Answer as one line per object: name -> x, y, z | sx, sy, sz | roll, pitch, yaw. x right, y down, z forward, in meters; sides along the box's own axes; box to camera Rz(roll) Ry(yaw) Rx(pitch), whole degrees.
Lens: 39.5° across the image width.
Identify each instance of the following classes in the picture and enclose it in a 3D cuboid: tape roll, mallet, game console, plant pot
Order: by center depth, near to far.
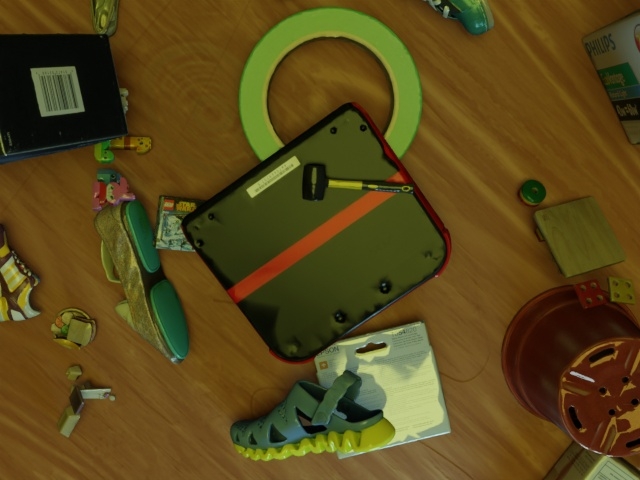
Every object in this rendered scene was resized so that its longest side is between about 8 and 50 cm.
mallet -> 0.061, -0.084, 1.497 | 0.189, 0.039, 0.062 | 11, 100, -3
plant pot -> 0.479, 0.235, 1.551 | 0.272, 0.265, 0.272 | 0, 98, -1
game console -> 0.000, 0.000, 1.559 | 0.386, 0.060, 0.342 | -35, 95, 7
tape roll -> 0.017, -0.246, 1.576 | 0.321, 0.077, 0.321 | 0, 98, -1

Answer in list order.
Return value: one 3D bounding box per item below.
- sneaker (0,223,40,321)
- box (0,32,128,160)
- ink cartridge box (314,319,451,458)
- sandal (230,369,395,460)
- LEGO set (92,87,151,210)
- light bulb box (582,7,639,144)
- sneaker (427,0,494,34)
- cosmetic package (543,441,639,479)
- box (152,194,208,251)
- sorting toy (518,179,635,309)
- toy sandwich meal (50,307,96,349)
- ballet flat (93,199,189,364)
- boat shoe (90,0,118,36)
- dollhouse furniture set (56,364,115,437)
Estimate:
sneaker -> -0.555, 0.054, 1.617 | 0.084, 0.069, 0.185 | -6, 104, -9
box -> -0.521, -0.212, 1.418 | 0.294, 0.296, 0.183 | -6, 99, 27
ink cartridge box -> 0.112, 0.274, 1.661 | 0.223, 0.045, 0.224 | -13, 97, 2
sandal -> -0.023, 0.313, 1.601 | 0.317, 0.126, 0.138 | -13, 91, 23
LEGO set -> -0.348, -0.156, 1.573 | 0.093, 0.087, 0.227 | 0, 78, -8
light bulb box -> 0.673, -0.328, 1.433 | 0.361, 0.358, 0.225 | -27, 95, 4
sneaker -> 0.174, -0.461, 1.539 | 0.121, 0.108, 0.302 | -38, 88, 5
cosmetic package -> 0.473, 0.526, 1.659 | 0.153, 0.129, 0.296 | 37, 95, -7
box -> -0.227, -0.028, 1.600 | 0.137, 0.027, 0.094 | 6, 98, -26
sorting toy -> 0.463, 0.008, 1.602 | 0.132, 0.046, 0.274 | -15, 68, -21
toy sandwich meal -> -0.458, 0.166, 1.647 | 0.085, 0.029, 0.086 | 0, 98, -1
ballet flat -> -0.329, 0.079, 1.614 | 0.106, 0.107, 0.316 | -16, 92, 21
boat shoe -> -0.380, -0.435, 1.558 | 0.056, 0.048, 0.153 | 6, 98, -2
dollhouse furniture set -> -0.445, 0.306, 1.677 | 0.081, 0.091, 0.114 | 7, 128, -41
